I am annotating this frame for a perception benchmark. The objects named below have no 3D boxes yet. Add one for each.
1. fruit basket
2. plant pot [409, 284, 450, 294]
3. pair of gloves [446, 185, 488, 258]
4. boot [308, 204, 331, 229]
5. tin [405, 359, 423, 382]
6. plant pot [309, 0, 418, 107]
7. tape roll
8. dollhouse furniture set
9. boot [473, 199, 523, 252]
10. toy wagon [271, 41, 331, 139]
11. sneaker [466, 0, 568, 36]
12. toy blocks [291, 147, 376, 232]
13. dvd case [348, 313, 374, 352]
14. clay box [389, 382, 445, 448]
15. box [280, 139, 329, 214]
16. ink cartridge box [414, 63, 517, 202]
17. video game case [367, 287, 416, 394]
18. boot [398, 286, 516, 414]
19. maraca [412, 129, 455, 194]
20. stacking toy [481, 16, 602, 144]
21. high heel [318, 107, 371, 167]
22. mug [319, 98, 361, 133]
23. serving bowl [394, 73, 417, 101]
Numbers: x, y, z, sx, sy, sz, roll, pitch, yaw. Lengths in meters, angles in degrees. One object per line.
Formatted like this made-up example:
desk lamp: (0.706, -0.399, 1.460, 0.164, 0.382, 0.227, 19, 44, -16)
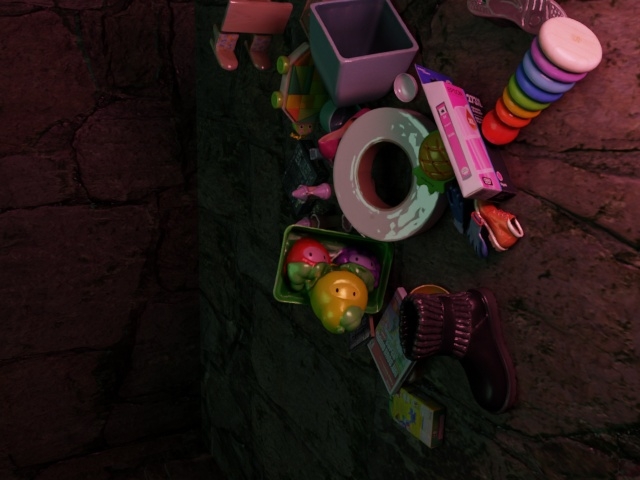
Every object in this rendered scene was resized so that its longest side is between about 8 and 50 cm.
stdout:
fruit basket: (0.047, 0.116, 1.992, 0.392, 0.392, 0.283, 24, 105, 57)
plant pot: (0.311, 0.209, 1.843, 0.095, 0.134, 0.134, 83, 160, -50)
pair of gloves: (0.383, -0.050, 1.683, 0.159, 0.023, 0.198, 73, 173, -50)
boot: (0.001, 0.000, 2.359, 0.085, 0.236, 0.179, 15, 67, 43)
tin: (0.272, 0.352, 2.021, 0.106, 0.040, 0.190, -8, 89, 65)
plant pot: (0.107, -0.540, 1.925, 0.252, 0.247, 0.247, 104, 147, -56)
tape roll: (0.202, -0.188, 1.874, 0.392, 0.072, 0.392, 9, 103, 41)
dollhouse furniture set: (-0.117, -0.702, 2.110, 0.257, 0.394, 0.362, 66, 147, 27)
boot: (0.445, -0.058, 1.606, 0.084, 0.059, 0.158, -45, 65, 50)
toy wagon: (-0.028, -0.481, 2.131, 0.068, 0.267, 0.345, 52, 139, 43)
sneaker: (0.457, -0.519, 1.464, 0.227, 0.130, 0.087, 23, 115, 26)
toy blocks: (0.007, -0.178, 2.143, 0.288, 0.260, 0.309, 0, 96, 61)
dvd case: (0.132, 0.253, 2.208, 0.164, 0.018, 0.221, 130, 142, -53)
clay box: (0.294, 0.530, 2.000, 0.222, 0.053, 0.128, 27, 119, 58)
box: (-0.064, -0.239, 2.459, 0.183, 0.059, 0.233, 64, 145, 30)
ink cartridge box: (0.355, -0.273, 1.583, 0.069, 0.175, 0.371, -32, 68, 37)
video game case: (0.236, 0.315, 2.004, 0.204, 0.025, 0.285, -114, 34, -40)
boot: (0.341, 0.292, 1.651, 0.131, 0.260, 0.348, -28, 71, 59)
maraca: (0.306, -0.202, 1.676, 0.127, 0.099, 0.186, 40, 134, 19)
stacking toy: (0.471, -0.330, 1.442, 0.330, 0.141, 0.141, 119, 135, -57)
high heel: (0.076, -0.349, 2.014, 0.082, 0.244, 0.117, 26, 161, 38)
mug: (0.070, -0.417, 2.125, 0.158, 0.129, 0.097, -52, 39, 5)
serving bowl: (0.253, -0.446, 1.875, 0.083, 0.027, 0.083, 30, 132, 39)
